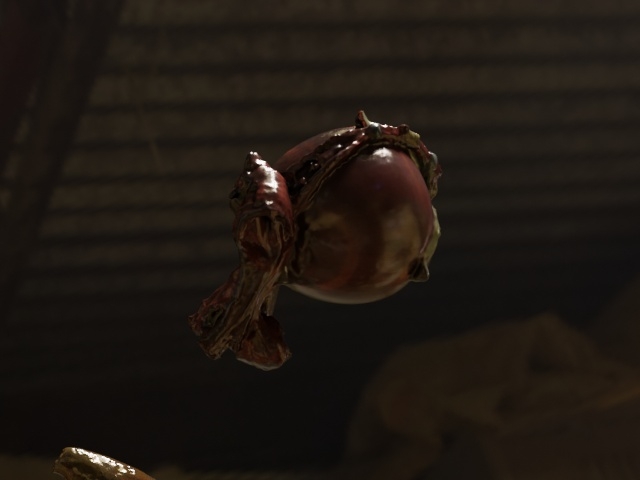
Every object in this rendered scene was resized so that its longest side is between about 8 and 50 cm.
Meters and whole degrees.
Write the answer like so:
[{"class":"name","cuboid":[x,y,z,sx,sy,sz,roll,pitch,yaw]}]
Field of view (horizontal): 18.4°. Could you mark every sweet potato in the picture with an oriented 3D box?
[{"class":"sweet potato","cuboid":[-0.109,0.245,1.482,0.078,0.058,0.255,-32,-62,-8]}]

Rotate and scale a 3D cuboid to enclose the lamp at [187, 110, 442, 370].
[{"class":"lamp","cuboid":[-0.002,-0.006,1.669,0.223,0.151,0.215,-2,-59,-18]}]
